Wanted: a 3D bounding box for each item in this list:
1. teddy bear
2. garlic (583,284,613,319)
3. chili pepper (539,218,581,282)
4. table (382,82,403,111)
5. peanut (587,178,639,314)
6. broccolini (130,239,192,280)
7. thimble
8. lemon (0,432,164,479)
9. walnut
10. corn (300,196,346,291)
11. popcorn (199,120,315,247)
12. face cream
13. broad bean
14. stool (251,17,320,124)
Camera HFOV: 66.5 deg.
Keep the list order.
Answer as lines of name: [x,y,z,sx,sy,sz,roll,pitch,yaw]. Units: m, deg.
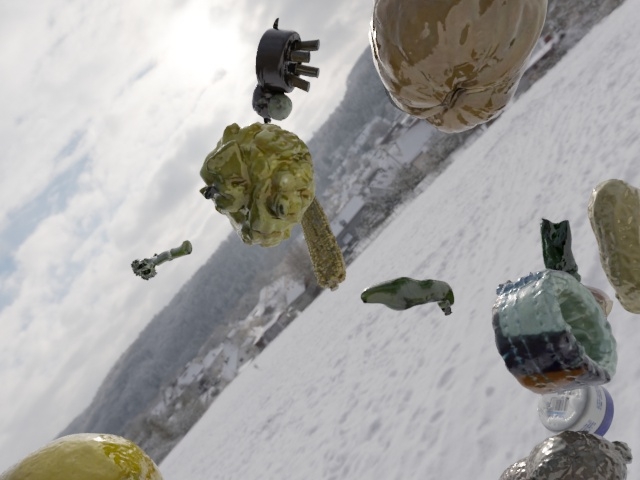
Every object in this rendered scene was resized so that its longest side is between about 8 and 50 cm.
teddy bear: [0.407,0.424,0.825,0.267,0.236,0.151,111,148,-47]
garlic: [0.802,0.180,1.582,0.267,0.148,0.128,9,49,39]
chili pepper: [0.721,0.036,1.474,0.098,0.224,0.061,-15,5,24]
table: [0.307,-0.496,1.225,0.249,0.317,0.317,-67,10,-21]
peanut: [0.703,0.011,1.098,0.152,0.312,0.152,-10,-6,-1]
broccolini: [-0.438,0.049,1.370,0.392,0.079,0.073,-16,50,48]
thimble: [0.451,0.174,0.953,0.150,0.237,0.237,-34,13,43]
lemon: [-0.237,0.280,0.467,0.203,0.178,0.178,-36,8,20]
walnut: [0.211,-0.336,0.784,0.285,0.296,0.285,-18,64,41]
corn: [0.000,0.000,1.301,0.087,0.288,0.086,-16,-24,-7]
popcorn: [-0.107,-0.092,0.806,0.218,0.189,0.169,-55,2,38]
face cream: [0.772,0.508,1.495,0.205,0.111,0.206,-58,8,14]
broad bean: [0.156,0.088,0.796,0.046,0.195,0.061,35,108,56]
stool: [-0.075,-0.338,1.009,0.125,0.121,0.217,-47,-28,-70]
